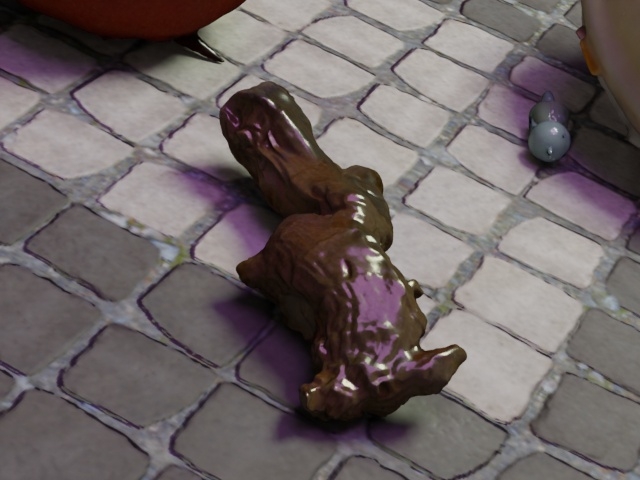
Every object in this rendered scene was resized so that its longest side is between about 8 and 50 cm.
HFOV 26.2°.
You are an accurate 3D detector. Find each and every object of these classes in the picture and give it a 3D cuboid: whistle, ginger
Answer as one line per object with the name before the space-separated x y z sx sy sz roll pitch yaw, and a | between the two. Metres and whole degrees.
whistle | 0.192 -0.096 1.152 0.035 0.035 0.100 16 35 -3
ginger | 0.001 0.002 0.918 0.122 0.084 0.290 -14 46 -6

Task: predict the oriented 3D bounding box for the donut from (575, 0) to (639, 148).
donut | 0.404 -0.178 1.162 0.383 0.142 0.382 10 61 -18

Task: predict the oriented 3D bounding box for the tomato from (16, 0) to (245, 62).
tomato | -0.153 -0.279 1.096 0.256 0.224 0.256 11 46 -11
